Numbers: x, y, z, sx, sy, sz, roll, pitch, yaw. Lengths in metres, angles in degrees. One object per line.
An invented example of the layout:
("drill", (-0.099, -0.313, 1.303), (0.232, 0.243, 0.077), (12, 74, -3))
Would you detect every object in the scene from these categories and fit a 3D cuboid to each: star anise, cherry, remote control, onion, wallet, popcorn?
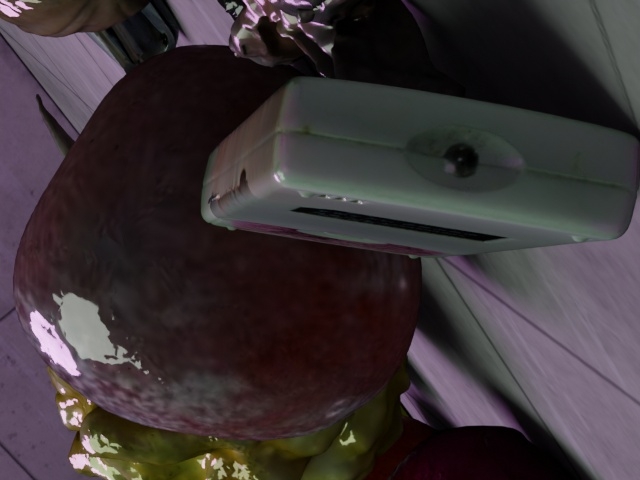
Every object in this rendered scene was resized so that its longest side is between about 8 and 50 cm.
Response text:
("star anise", (-0.026, -0.134, 0.808), (0.172, 0.063, 0.208), (55, 171, -26))
("cherry", (-0.073, 0.001, 1.065), (0.285, 0.236, 0.213), (40, -161, 5))
("remote control", (0.027, -0.026, 0.808), (0.145, 0.050, 0.344), (9, 177, -9))
("onion", (0.157, 0.232, 1.354), (0.218, 0.140, 0.195), (3, -138, -49))
("wallet", (-0.225, -0.246, 1.383), (0.250, 0.075, 0.176), (45, 175, 29))
("popcorn", (-0.069, 0.092, 1.352), (0.279, 0.274, 0.335), (41, 161, 6))

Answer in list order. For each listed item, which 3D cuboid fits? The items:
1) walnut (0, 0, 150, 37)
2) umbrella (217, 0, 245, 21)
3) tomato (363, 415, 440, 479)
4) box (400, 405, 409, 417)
("walnut", (-0.161, -0.191, 1.044), (0.140, 0.140, 0.162), (54, 164, -29))
("umbrella", (-0.067, -0.168, 0.976), (0.144, 0.037, 0.040), (49, 139, 1))
("tomato", (0.045, 0.264, 1.771), (0.309, 0.309, 0.170), (-178, 86, -80))
("box", (0.062, 0.202, 2.052), (0.335, 0.047, 0.187), (55, 172, -29))
